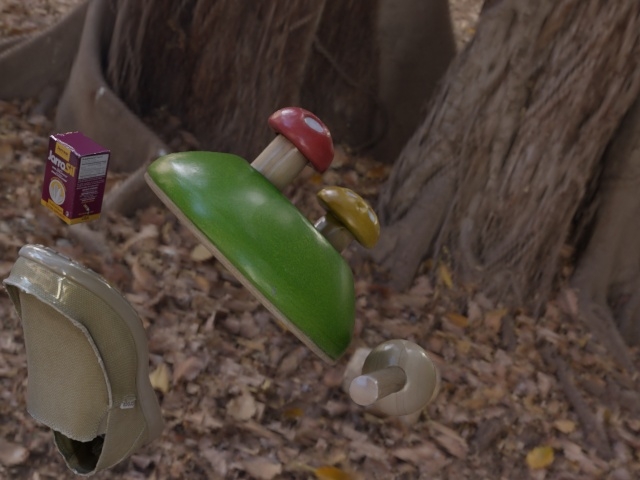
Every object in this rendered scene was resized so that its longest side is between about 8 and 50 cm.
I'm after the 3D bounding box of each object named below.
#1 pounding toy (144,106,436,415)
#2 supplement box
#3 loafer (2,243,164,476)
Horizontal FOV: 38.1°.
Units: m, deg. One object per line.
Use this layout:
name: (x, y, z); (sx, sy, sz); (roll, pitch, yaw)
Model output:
pounding toy: (0.000, 0.000, 0.622); (0.237, 0.110, 0.183); (44, -2, 19)
supplement box: (-0.263, -0.067, 0.995); (0.055, 0.083, 0.043); (32, 30, 30)
loafer: (-0.200, 0.114, 0.772); (0.102, 0.269, 0.092); (19, 53, 26)
